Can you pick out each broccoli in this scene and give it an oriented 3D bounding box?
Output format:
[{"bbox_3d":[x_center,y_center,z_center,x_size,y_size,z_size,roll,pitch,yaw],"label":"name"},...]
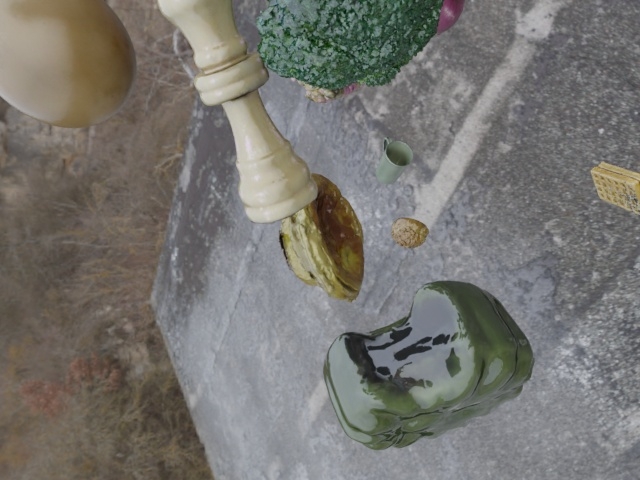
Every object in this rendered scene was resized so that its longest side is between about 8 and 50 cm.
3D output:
[{"bbox_3d":[0.037,-0.319,0.606,0.294,0.265,0.245,-37,54,11],"label":"broccoli"}]

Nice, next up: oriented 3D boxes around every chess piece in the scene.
[{"bbox_3d":[-0.120,-0.216,0.670,0.117,0.117,0.397,19,138,51],"label":"chess piece"}]

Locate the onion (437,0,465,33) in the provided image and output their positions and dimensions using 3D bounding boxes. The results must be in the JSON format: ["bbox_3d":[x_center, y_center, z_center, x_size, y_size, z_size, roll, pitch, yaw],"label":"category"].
[{"bbox_3d":[0.267,-0.589,1.217,0.200,0.201,0.207,-48,33,43],"label":"onion"}]

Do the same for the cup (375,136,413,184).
[{"bbox_3d":[0.133,-0.155,0.985,0.075,0.054,0.083,45,158,8],"label":"cup"}]

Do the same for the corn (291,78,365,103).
[{"bbox_3d":[0.075,-0.356,0.973,0.127,0.335,0.126,22,129,29],"label":"corn"}]

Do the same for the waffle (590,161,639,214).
[{"bbox_3d":[0.731,-0.127,1.233,0.102,0.042,0.148,58,-179,-27],"label":"waffle"}]

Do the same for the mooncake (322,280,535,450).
[{"bbox_3d":[0.188,0.230,0.889,0.351,0.351,0.187,-57,45,37],"label":"mooncake"}]

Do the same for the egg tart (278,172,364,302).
[{"bbox_3d":[0.000,0.000,1.289,0.150,0.352,0.352,-20,73,23],"label":"egg tart"}]

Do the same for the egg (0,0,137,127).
[{"bbox_3d":[-0.578,-0.418,1.098,0.374,0.301,0.301,49,137,-2],"label":"egg"}]

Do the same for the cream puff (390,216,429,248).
[{"bbox_3d":[0.311,-0.023,1.788,0.144,0.126,0.103,-169,101,-82],"label":"cream puff"}]
